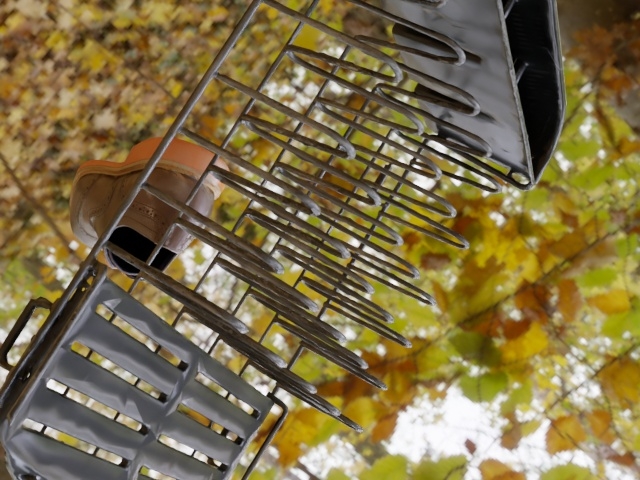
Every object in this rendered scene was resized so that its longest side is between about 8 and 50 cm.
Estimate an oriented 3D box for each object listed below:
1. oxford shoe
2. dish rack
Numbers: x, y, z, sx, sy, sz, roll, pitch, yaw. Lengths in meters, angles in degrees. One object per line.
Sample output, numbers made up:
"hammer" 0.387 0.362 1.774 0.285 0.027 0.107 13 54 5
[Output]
"oxford shoe" -0.239 -0.020 1.168 0.364 0.130 0.132 -19 -130 60
"dish rack" 0.000 0.000 0.383 0.074 0.208 0.271 26 -103 27
